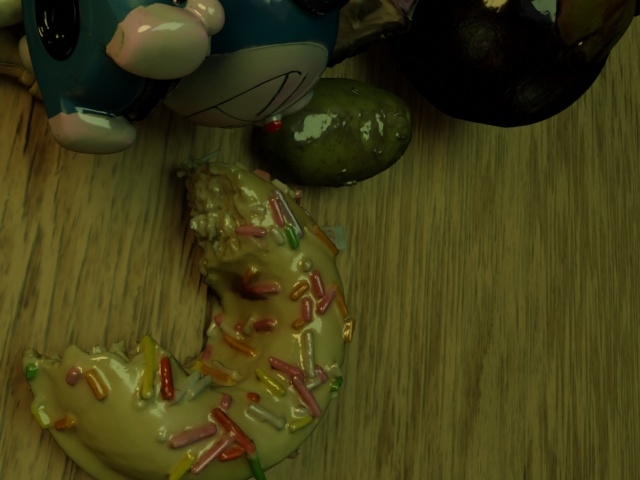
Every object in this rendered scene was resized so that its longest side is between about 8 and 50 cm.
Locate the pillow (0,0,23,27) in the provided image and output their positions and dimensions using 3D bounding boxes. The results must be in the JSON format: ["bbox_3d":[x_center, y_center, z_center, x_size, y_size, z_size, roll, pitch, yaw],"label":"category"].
[{"bbox_3d":[-0.298,-0.280,0.659,0.144,0.078,0.254,33,52,16],"label":"pillow"}]

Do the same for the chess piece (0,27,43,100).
[{"bbox_3d":[-0.278,-0.165,0.688,0.172,0.060,0.060,29,64,-33],"label":"chess piece"}]

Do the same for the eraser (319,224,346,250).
[{"bbox_3d":[0.000,0.000,0.927,0.083,0.019,0.038,-9,86,-42],"label":"eraser"}]

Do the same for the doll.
[{"bbox_3d":[-0.114,-0.219,0.651,0.309,0.284,0.240,-17,94,-45],"label":"doll"}]

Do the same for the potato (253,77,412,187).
[{"bbox_3d":[0.021,-0.148,0.916,0.251,0.113,0.150,-15,105,-30],"label":"potato"}]

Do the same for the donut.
[{"bbox_3d":[-0.103,0.105,0.727,0.307,0.150,0.371,49,53,-24],"label":"donut"}]

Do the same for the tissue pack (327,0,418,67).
[{"bbox_3d":[0.048,-0.395,0.889,0.122,0.259,0.361,43,55,-32],"label":"tissue pack"}]

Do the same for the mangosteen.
[{"bbox_3d":[0.294,-0.380,0.988,0.382,0.435,0.382,16,54,-24],"label":"mangosteen"}]
